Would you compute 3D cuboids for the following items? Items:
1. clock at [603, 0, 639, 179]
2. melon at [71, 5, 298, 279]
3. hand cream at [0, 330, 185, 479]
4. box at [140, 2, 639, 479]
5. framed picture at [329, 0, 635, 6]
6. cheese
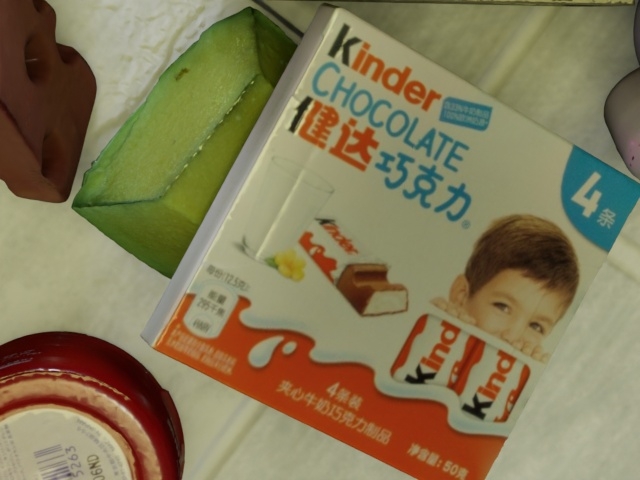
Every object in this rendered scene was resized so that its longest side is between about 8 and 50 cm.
[{"bbox_3d":[0.375,-0.147,1.312,0.322,0.113,0.295,-4,138,-14],"label":"clock"},{"bbox_3d":[0.000,0.000,1.384,0.323,0.124,0.196,40,94,-22],"label":"melon"},{"bbox_3d":[-0.197,0.169,1.391,0.193,0.125,0.193,-1,101,-3],"label":"hand cream"},{"bbox_3d":[0.054,0.013,1.313,0.273,0.048,0.265,27,91,-21],"label":"box"},{"bbox_3d":[0.080,-0.174,1.330,0.250,0.184,0.016,0,97,-6],"label":"framed picture"},{"bbox_3d":[-0.251,-0.133,1.295,0.203,0.177,0.128,15,59,-6],"label":"cheese"}]
